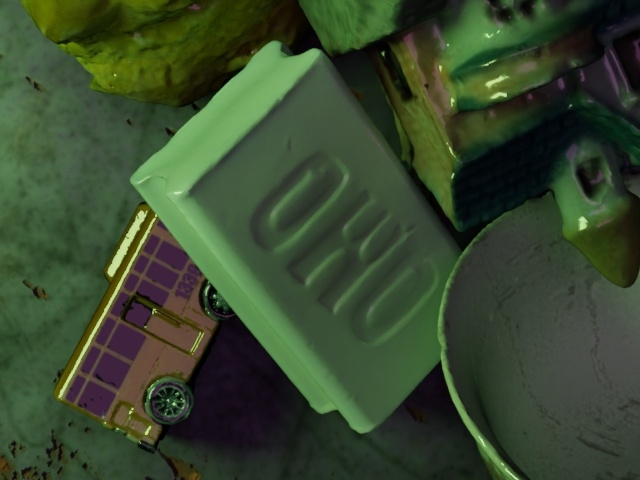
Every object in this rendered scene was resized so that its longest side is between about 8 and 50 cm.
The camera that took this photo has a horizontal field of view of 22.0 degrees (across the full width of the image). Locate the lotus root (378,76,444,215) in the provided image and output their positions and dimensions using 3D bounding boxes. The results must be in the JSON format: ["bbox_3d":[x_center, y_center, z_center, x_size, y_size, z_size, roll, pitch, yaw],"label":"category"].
[{"bbox_3d":[0.111,-0.119,1.304,0.135,0.095,0.159,-26,76,-15],"label":"lotus root"}]

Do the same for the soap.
[{"bbox_3d":[0.000,0.000,1.240,0.160,0.087,0.265,-46,122,-16],"label":"soap"}]

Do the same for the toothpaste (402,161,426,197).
[{"bbox_3d":[0.032,-0.019,1.340,0.197,0.057,0.035,-34,91,-4],"label":"toothpaste"}]

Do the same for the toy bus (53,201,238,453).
[{"bbox_3d":[-0.125,0.054,1.314,0.114,0.098,0.201,28,92,-4],"label":"toy bus"}]

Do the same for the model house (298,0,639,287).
[{"bbox_3d":[0.176,-0.112,1.161,0.267,0.194,0.325,-26,98,-13],"label":"model house"}]

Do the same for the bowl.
[{"bbox_3d":[0.287,0.157,1.241,0.434,0.435,0.196,8,130,-2],"label":"bowl"}]

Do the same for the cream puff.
[{"bbox_3d":[-0.119,-0.264,1.219,0.274,0.270,0.323,-33,95,-5],"label":"cream puff"}]
